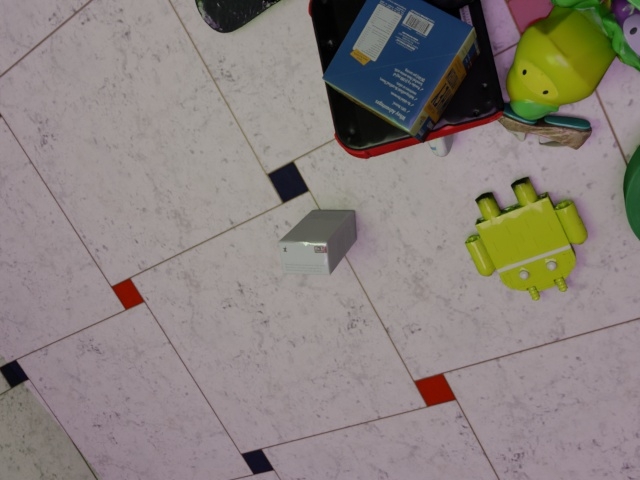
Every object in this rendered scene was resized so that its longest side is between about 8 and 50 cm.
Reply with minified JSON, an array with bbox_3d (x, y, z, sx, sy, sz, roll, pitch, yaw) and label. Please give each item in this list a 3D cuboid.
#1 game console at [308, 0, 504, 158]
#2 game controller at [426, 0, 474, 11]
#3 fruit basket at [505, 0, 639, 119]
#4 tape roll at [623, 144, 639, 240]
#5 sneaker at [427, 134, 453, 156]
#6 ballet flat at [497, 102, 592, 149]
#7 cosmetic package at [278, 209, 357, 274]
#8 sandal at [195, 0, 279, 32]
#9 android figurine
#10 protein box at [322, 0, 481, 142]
[{"bbox_3d":[0.159,-0.383,1.185,0.341,0.060,0.387,-13,86,20],"label":"game console"},{"bbox_3d":[0.188,-0.564,1.079,0.166,0.067,0.319,-33,83,-12],"label":"game controller"},{"bbox_3d":[0.469,-0.377,1.028,0.391,0.283,0.392,2,97,14],"label":"fruit basket"},{"bbox_3d":[0.744,-0.094,1.099,0.321,0.077,0.321,11,130,14],"label":"tape roll"},{"bbox_3d":[0.199,-0.286,1.262,0.126,0.091,0.240,-13,95,34],"label":"sneaker"},{"bbox_3d":[0.440,-0.227,1.205,0.206,0.073,0.067,18,131,16],"label":"ballet flat"},{"bbox_3d":[0.000,0.000,1.367,0.117,0.231,0.086,1,112,20],"label":"cosmetic package"},{"bbox_3d":[-0.093,-0.565,1.210,0.445,0.107,0.168,-27,111,33],"label":"sandal"},{"bbox_3d":[0.455,0.005,1.304,0.248,0.056,0.273,-21,101,26],"label":"android figurine"},{"bbox_3d":[0.150,-0.323,1.084,0.199,0.136,0.201,35,102,17],"label":"protein box"}]
